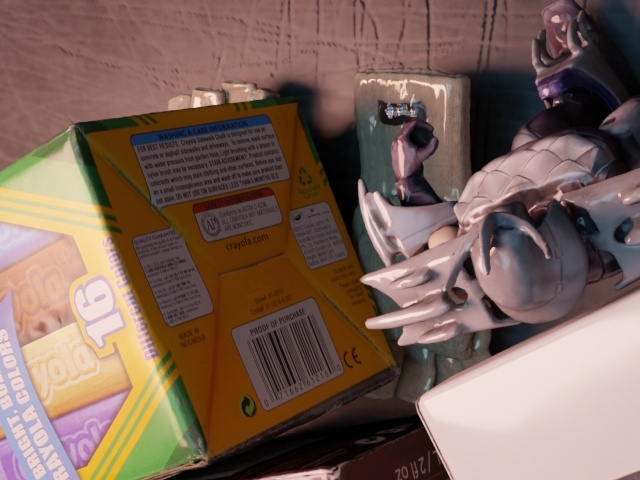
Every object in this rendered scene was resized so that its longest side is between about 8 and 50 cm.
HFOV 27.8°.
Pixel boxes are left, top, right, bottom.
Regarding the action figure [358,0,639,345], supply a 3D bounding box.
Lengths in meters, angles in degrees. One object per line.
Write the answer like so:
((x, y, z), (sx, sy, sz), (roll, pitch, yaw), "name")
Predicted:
((0.114, -0.039, 0.572), (0.185, 0.285, 0.099), (-10, 107, 30), "action figure")

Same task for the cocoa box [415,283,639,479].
((0.264, 0.077, 0.500), (0.347, 0.231, 0.228), (-32, 80, 38), "cocoa box")

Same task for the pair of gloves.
((0.000, 0.000, 0.784), (0.240, 0.042, 0.204), (-1, 100, 37), "pair of gloves")

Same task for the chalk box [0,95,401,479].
((-0.136, 0.054, 0.761), (0.289, 0.180, 0.179), (-23, 86, 38), "chalk box")

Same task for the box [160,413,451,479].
((0.003, 0.217, 0.730), (0.167, 0.168, 0.203), (-15, 87, 30), "box")
